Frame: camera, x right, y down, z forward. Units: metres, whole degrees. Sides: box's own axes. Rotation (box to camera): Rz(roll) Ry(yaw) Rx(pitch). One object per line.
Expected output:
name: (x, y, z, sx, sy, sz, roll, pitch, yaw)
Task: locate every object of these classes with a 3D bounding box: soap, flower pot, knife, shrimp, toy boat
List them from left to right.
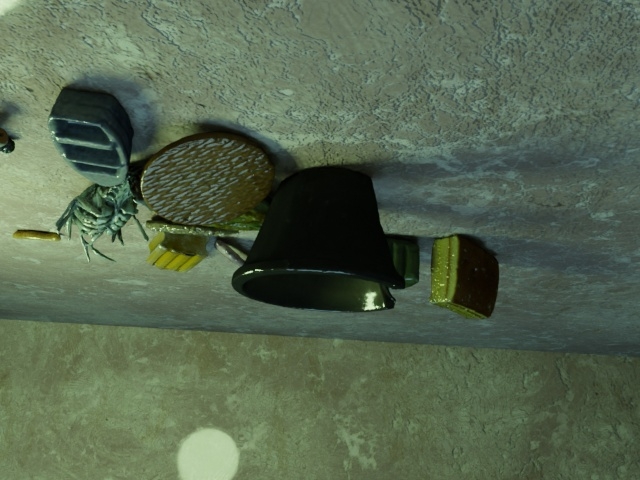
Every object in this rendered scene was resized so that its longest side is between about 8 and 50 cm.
toy boat: (-0.414, -0.176, 1.112, 0.127, 0.078, 0.283, 6, 162, -8)
shrimp: (-0.469, -0.068, 1.356, 0.221, 0.165, 0.411, -7, 160, -44)
soap: (-0.423, 0.033, 1.759, 0.140, 0.073, 0.232, 14, 160, -24)
knife: (-0.232, 0.086, 1.861, 0.132, 0.038, 0.398, 35, 171, 26)
flower pot: (0.000, 0.000, 1.282, 0.380, 0.251, 0.379, 3, 164, 1)

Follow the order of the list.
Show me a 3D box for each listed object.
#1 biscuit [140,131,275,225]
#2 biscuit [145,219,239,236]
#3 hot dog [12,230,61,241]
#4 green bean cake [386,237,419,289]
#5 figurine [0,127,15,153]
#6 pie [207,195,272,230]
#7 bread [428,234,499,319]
biscuit: (-0.218, -0.119, 1.183, 0.262, 0.037, 0.262, -11, 145, -8)
biscuit: (-0.344, -0.032, 1.540, 0.250, 0.032, 0.133, 5, -177, 7)
hot dog: (-0.839, -0.013, 1.781, 0.137, 0.028, 0.044, 6, -172, 1)
green bean cake: (0.159, 0.070, 1.671, 0.223, 0.124, 0.227, 2, 164, -2)
figurine: (-0.653, -0.180, 1.143, 0.147, 0.093, 0.197, -9, 168, -46)
pie: (-0.235, -0.071, 1.395, 0.277, 0.078, 0.277, 5, 161, 2)
bread: (0.394, 0.104, 1.624, 0.111, 0.184, 0.234, -3, 162, 40)
